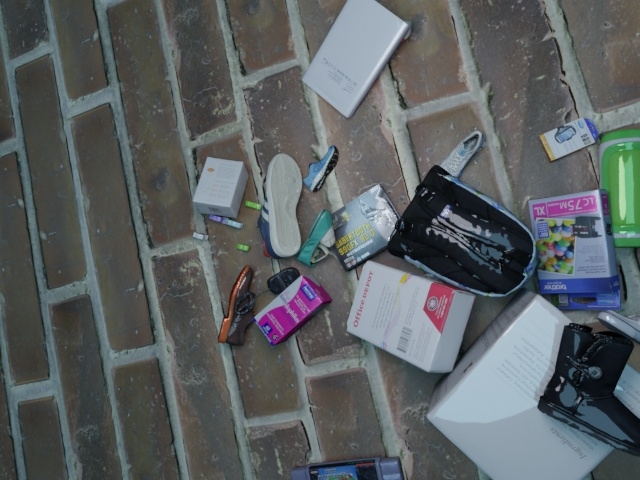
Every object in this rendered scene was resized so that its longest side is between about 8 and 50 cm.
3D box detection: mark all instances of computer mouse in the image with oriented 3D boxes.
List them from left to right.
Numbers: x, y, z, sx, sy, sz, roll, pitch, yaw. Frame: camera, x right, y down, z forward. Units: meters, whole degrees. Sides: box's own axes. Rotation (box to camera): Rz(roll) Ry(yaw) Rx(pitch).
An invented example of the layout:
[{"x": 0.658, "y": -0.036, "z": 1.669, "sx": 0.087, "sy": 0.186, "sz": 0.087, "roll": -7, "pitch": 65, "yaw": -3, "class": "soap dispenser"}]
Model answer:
[{"x": -0.174, "y": 0.164, "z": 1.555, "sx": 0.242, "sy": 0.041, "sz": 0.071, "roll": -30, "pitch": 98, "yaw": -5, "class": "computer mouse"}]

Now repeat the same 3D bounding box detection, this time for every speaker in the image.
[{"x": 0.797, "y": -0.130, "z": 1.242, "sx": 0.131, "sy": 0.131, "sz": 0.297, "roll": 0, "pitch": 88, "yaw": 18, "class": "speaker"}]

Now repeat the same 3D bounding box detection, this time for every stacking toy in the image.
[{"x": -0.323, "y": -0.068, "z": 1.634, "sx": 0.221, "sy": 0.052, "sz": 0.167, "roll": 15, "pitch": 92, "yaw": 17, "class": "stacking toy"}]

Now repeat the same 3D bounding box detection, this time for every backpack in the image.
[{"x": 0.416, "y": 0.003, "z": 1.311, "sx": 0.355, "sy": 0.273, "sz": 0.290, "roll": 31, "pitch": 95, "yaw": 37, "class": "backpack"}]

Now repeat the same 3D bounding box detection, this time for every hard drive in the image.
[{"x": 0.101, "y": -0.576, "z": 1.480, "sx": 0.210, "sy": 0.040, "sz": 0.319, "roll": 43, "pitch": 117, "yaw": 15, "class": "hard drive"}]

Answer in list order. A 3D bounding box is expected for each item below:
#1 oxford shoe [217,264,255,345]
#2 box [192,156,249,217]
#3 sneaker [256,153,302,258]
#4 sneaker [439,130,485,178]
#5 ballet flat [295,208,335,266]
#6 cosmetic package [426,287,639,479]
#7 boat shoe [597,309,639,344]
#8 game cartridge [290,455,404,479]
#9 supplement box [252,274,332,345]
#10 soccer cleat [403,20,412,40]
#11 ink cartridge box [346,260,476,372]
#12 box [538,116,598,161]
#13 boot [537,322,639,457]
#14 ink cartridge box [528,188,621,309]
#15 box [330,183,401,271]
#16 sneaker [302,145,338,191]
[{"x": -0.260, "y": 0.218, "z": 1.596, "sx": 0.098, "sy": 0.097, "sz": 0.271, "roll": 17, "pitch": 90, "yaw": -11, "class": "oxford shoe"}, {"x": -0.326, "y": -0.175, "z": 1.581, "sx": 0.130, "sy": 0.091, "sz": 0.171, "roll": 10, "pitch": 68, "yaw": 9, "class": "box"}, {"x": -0.147, "y": -0.107, "z": 1.551, "sx": 0.148, "sy": 0.131, "sz": 0.350, "roll": -23, "pitch": 60, "yaw": 52, "class": "sneaker"}, {"x": 0.405, "y": -0.246, "z": 1.394, "sx": 0.071, "sy": 0.083, "sz": 0.191, "roll": 38, "pitch": 100, "yaw": 14, "class": "sneaker"}, {"x": 0.000, "y": 0.000, "z": 1.469, "sx": 0.087, "sy": 0.083, "sz": 0.247, "roll": 35, "pitch": 139, "yaw": 4, "class": "ballet flat"}, {"x": 0.527, "y": 0.376, "z": 1.199, "sx": 0.327, "sy": 0.329, "sz": 0.394, "roll": 41, "pitch": 99, "yaw": 15, "class": "cosmetic package"}, {"x": 0.819, "y": 0.223, "z": 1.229, "sx": 0.226, "sy": 0.083, "sz": 0.076, "roll": 29, "pitch": 90, "yaw": -10, "class": "boat shoe"}, {"x": 0.092, "y": 0.794, "z": 1.464, "sx": 0.355, "sy": 0.068, "sz": 0.230, "roll": -14, "pitch": 88, "yaw": 17, "class": "game cartridge"}, {"x": -0.088, "y": 0.219, "z": 1.516, "sx": 0.220, "sy": 0.114, "sz": 0.111, "roll": -42, "pitch": 76, "yaw": 10, "class": "supplement box"}, {"x": 0.192, "y": -0.647, "z": 1.494, "sx": 0.196, "sy": 0.068, "sz": 0.076, "roll": 7, "pitch": 50, "yaw": 29, "class": "soccer cleat"}, {"x": 0.245, "y": 0.204, "z": 1.337, "sx": 0.306, "sy": 0.131, "sz": 0.226, "roll": 20, "pitch": 94, "yaw": 48, "class": "ink cartridge box"}, {"x": 0.694, "y": -0.284, "z": 1.333, "sx": 0.136, "sy": 0.028, "sz": 0.081, "roll": -23, "pitch": 81, "yaw": 13, "class": "box"}, {"x": 0.590, "y": 0.296, "z": 0.960, "sx": 0.246, "sy": 0.094, "sz": 0.207, "roll": 21, "pitch": 98, "yaw": 22, "class": "boot"}, {"x": 0.667, "y": 0.032, "z": 1.260, "sx": 0.185, "sy": 0.065, "sz": 0.311, "roll": -8, "pitch": 90, "yaw": 50, "class": "ink cartridge box"}, {"x": 0.136, "y": -0.037, "z": 1.484, "sx": 0.231, "sy": 0.056, "sz": 0.183, "roll": -31, "pitch": 79, "yaw": 14, "class": "box"}, {"x": -0.004, "y": -0.239, "z": 1.534, "sx": 0.073, "sy": 0.063, "sz": 0.162, "roll": 37, "pitch": 98, "yaw": 19, "class": "sneaker"}]
